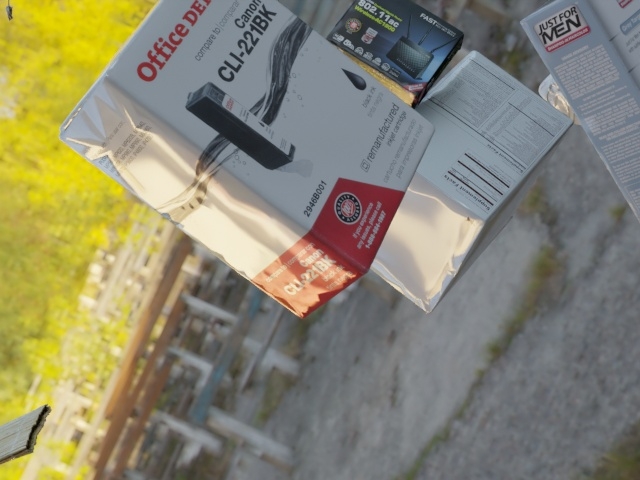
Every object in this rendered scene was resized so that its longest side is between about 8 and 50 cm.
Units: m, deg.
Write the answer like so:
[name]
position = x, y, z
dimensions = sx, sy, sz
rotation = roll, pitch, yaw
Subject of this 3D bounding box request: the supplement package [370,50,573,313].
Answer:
[supplement package]
position = 0.149, -0.067, 1.342
dimensions = 0.203, 0.149, 0.194
rotation = -45, -13, -35

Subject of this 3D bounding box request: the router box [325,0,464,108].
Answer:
[router box]
position = 0.079, -0.212, 1.257
dimensions = 0.092, 0.122, 0.038
rotation = -55, -9, -15

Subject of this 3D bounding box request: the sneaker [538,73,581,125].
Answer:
[sneaker]
position = 0.394, -0.256, 1.854
dimensions = 0.232, 0.115, 0.090
rotation = 59, -139, -41

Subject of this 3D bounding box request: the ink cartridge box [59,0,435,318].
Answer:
[ink cartridge box]
position = -0.059, -0.096, 1.033
dimensions = 0.114, 0.273, 0.197
rotation = -40, 18, 49

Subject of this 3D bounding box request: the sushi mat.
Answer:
[sushi mat]
position = -0.531, 0.324, 1.647
dimensions = 0.317, 0.019, 0.151
rotation = -25, 16, 7

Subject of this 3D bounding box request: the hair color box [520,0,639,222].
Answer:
[hair color box]
position = 0.448, -0.193, 1.587
dimensions = 0.185, 0.374, 0.114
rotation = -39, 10, -39

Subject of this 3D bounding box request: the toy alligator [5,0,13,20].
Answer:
[toy alligator]
position = -0.560, -0.482, 2.118
dimensions = 0.056, 0.051, 0.189
rotation = 103, 150, -67
